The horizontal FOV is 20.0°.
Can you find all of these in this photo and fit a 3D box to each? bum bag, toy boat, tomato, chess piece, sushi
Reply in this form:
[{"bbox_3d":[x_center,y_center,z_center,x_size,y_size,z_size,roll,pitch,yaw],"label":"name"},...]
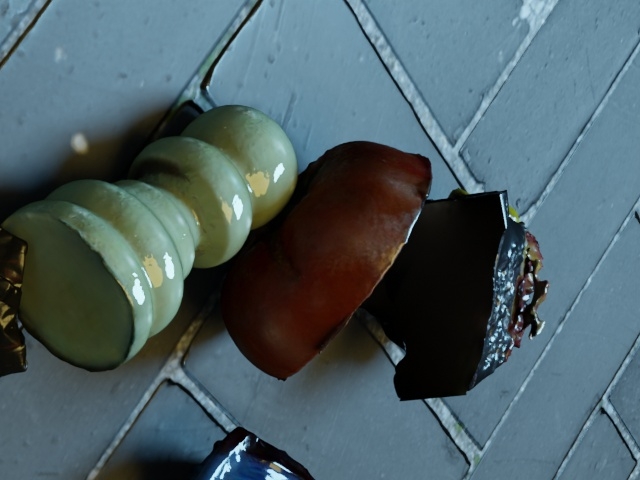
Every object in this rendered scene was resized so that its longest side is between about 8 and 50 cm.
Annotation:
[{"bbox_3d":[-0.232,0.043,1.275,0.034,0.058,0.124,-59,157,-60],"label":"bum bag"},{"bbox_3d":[-0.055,0.266,1.533,0.142,0.129,0.309,-68,154,-22],"label":"toy boat"},{"bbox_3d":[-0.003,0.000,1.442,0.085,0.225,0.225,37,74,-9],"label":"tomato"},{"bbox_3d":[-0.111,-0.018,1.342,0.243,0.133,0.133,-38,134,-42],"label":"chess piece"},{"bbox_3d":[0.130,0.040,1.647,0.150,0.153,0.172,-25,105,-64],"label":"sushi"}]
